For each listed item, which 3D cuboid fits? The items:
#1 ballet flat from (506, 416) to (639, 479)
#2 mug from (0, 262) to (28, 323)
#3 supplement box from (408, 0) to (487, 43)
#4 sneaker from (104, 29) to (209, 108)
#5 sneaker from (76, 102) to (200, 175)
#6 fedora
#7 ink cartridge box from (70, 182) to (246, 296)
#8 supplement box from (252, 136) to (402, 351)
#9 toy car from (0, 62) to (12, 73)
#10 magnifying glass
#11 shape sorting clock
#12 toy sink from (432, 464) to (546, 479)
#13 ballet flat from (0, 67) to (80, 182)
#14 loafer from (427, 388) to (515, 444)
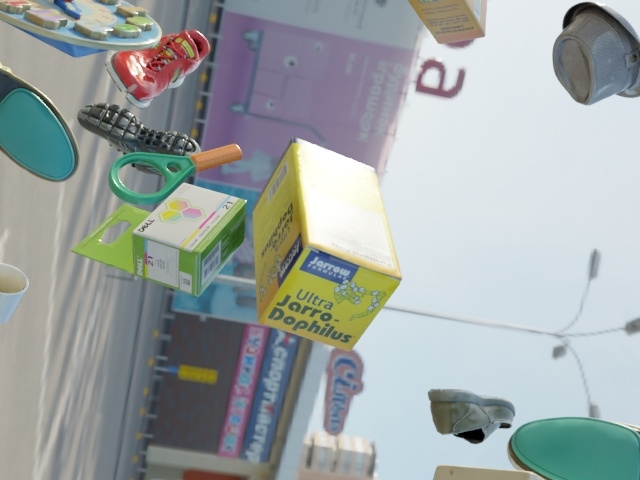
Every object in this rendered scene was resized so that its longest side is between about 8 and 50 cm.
[{"bbox_3d":[0.465,0.331,1.212,0.139,0.400,0.139,16,73,-63],"label":"ballet flat"},{"bbox_3d":[-0.412,0.068,1.093,0.064,0.078,0.062,-62,180,28],"label":"mug"},{"bbox_3d":[0.152,-0.348,1.148,0.233,0.078,0.080,33,59,-57],"label":"supplement box"},{"bbox_3d":[-0.274,-0.316,1.508,0.118,0.107,0.279,-30,-166,24],"label":"sneaker"},{"bbox_3d":[-0.393,-0.198,1.846,0.106,0.267,0.101,-58,-167,40],"label":"sneaker"},{"bbox_3d":[0.624,-0.407,2.006,0.243,0.124,0.275,39,-18,40],"label":"fedora"},{"bbox_3d":[-0.286,-0.023,1.542,0.189,0.255,0.097,-56,158,-51],"label":"ink cartridge box"},{"bbox_3d":[0.000,0.000,1.648,0.195,0.194,0.357,-58,-157,31],"label":"supplement box"},{"bbox_3d":[-0.690,-0.281,1.979,0.239,0.053,0.225,75,-4,-58],"label":"toy car"},{"bbox_3d":[-0.224,-0.113,1.368,0.092,0.231,0.026,53,-37,21],"label":"magnifying glass"},{"bbox_3d":[-0.264,-0.243,0.897,0.206,0.206,0.040,-94,-159,-59],"label":"shape sorting clock"},{"bbox_3d":[0.257,0.376,1.076,0.152,0.234,0.131,-13,-131,51],"label":"toy sink"},{"bbox_3d":[-0.359,-0.160,0.971,0.080,0.232,0.073,-44,-160,-2],"label":"ballet flat"},{"bbox_3d":[0.266,0.318,1.553,0.094,0.251,0.087,-7,-108,40],"label":"loafer"}]
